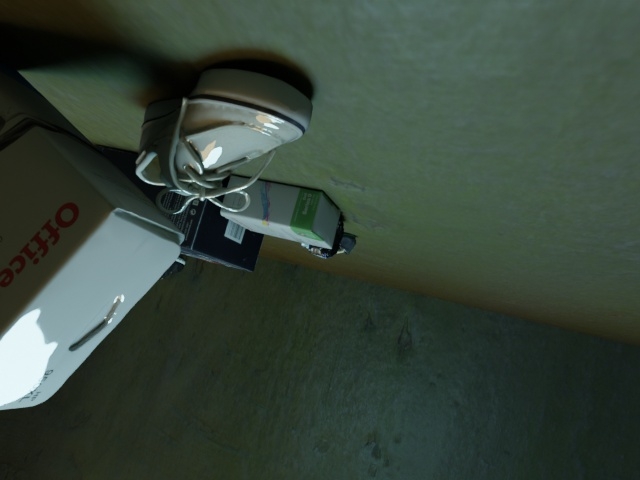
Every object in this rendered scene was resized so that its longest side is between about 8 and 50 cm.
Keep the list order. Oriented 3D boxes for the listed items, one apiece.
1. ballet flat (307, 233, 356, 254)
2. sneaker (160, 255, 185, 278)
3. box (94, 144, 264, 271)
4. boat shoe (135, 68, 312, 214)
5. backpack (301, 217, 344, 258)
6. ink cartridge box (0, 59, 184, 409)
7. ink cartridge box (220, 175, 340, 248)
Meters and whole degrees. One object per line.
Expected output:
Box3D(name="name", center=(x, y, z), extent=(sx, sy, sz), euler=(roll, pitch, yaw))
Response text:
Box3D(name="ballet flat", center=(0.000, 0.000, 1.425), extent=(0.203, 0.074, 0.074), euler=(13, 172, 16))
Box3D(name="sneaker", center=(-0.453, 0.074, 1.279), extent=(0.107, 0.124, 0.283), euler=(15, 173, 16))
Box3D(name="box", center=(-0.335, -0.063, 1.202), extent=(0.312, 0.179, 0.343), euler=(14, 172, 17))
Box3D(name="boat shoe", center=(-0.153, -0.104, 0.636), extent=(0.135, 0.157, 0.366), euler=(21, 171, -40))
Box3D(name="backpack", center=(0.009, -0.015, 1.185), extent=(0.084, 0.105, 0.114), euler=(20, -179, 14))
Box3D(name="ink cartridge box", center=(-0.411, -0.035, 0.609), extent=(0.395, 0.285, 0.166), euler=(41, 179, 16))
Box3D(name="ink cartridge box", center=(-0.082, -0.059, 1.069), extent=(0.212, 0.093, 0.154), euler=(10, 171, 19))
